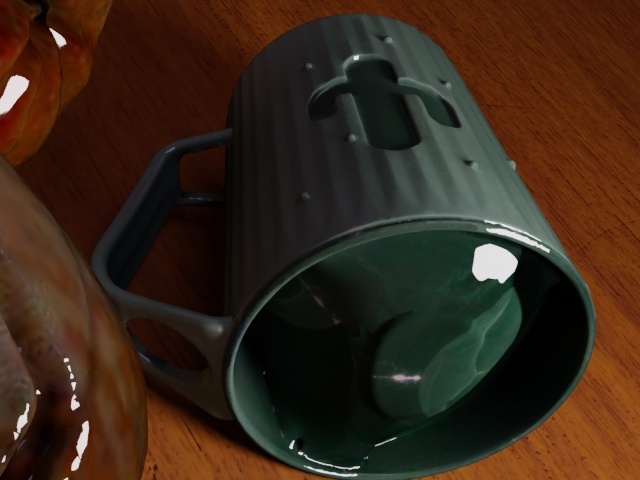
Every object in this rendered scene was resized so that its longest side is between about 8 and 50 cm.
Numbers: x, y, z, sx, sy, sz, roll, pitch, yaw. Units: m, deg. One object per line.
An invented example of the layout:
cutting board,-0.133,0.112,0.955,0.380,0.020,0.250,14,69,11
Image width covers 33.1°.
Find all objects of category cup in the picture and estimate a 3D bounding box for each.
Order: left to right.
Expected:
cup,0.014,-0.017,0.995,0.401,0.310,0.392,19,35,-25

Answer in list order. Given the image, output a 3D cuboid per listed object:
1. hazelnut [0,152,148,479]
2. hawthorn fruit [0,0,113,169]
hazelnut,-0.298,0.082,0.627,0.409,0.359,0.359,30,36,8
hawthorn fruit,-0.382,-0.232,0.882,0.403,0.403,0.403,21,39,-18
